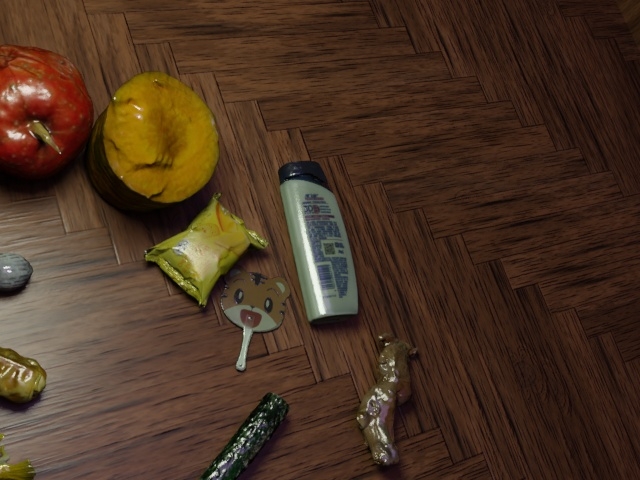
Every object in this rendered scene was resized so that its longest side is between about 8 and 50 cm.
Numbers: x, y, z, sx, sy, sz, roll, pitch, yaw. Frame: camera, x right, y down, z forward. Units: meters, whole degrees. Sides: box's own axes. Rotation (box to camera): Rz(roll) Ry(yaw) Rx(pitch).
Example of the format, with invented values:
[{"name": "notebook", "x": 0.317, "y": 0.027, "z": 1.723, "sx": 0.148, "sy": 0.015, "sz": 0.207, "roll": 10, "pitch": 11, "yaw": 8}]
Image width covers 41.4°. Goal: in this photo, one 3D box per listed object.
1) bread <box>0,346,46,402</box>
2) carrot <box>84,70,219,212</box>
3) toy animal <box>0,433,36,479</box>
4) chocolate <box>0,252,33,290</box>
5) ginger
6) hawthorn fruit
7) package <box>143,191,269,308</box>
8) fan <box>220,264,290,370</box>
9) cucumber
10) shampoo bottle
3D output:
[{"name": "bread", "x": -0.649, "y": 0.184, "z": 1.461, "sx": 0.367, "sy": 0.084, "sz": 0.077, "roll": 28, "pitch": 99, "yaw": -14}, {"name": "carrot", "x": -0.326, "y": -0.181, "z": 1.647, "sx": 0.241, "sy": 0.340, "sz": 0.241, "roll": 3, "pitch": 82, "yaw": -25}, {"name": "toy animal", "x": -0.564, "y": 0.386, "z": 1.419, "sx": 0.095, "sy": 0.155, "sz": 0.219, "roll": -16, "pitch": 119, "yaw": -54}, {"name": "chocolate", "x": -0.608, "y": 0.059, "z": 1.538, "sx": 0.167, "sy": 0.072, "sz": 0.072, "roll": -1, "pitch": 69, "yaw": -25}, {"name": "ginger", "x": 0.140, "y": 0.335, "z": 1.783, "sx": 0.122, "sy": 0.084, "sz": 0.290, "roll": 37, "pitch": 51, "yaw": -33}, {"name": "hawthorn fruit", "x": -0.549, "y": -0.242, "z": 1.582, "sx": 0.258, "sy": 0.262, "sz": 0.258, "roll": 0, "pitch": 96, "yaw": -2}, {"name": "package", "x": -0.228, "y": 0.014, "z": 1.726, "sx": 0.168, "sy": 0.090, "sz": 0.226, "roll": 43, "pitch": 60, "yaw": -1}, {"name": "fan", "x": -0.144, "y": 0.163, "z": 1.751, "sx": 0.152, "sy": 0.008, "sz": 0.227, "roll": 19, "pitch": 61, "yaw": -18}, {"name": "cucumber", "x": -0.163, "y": 0.413, "z": 1.604, "sx": 0.067, "sy": 0.067, "sz": 0.293, "roll": 43, "pitch": 58, "yaw": -3}, {"name": "shampoo bottle", "x": 0.000, "y": 0.000, "z": 1.850, "sx": 0.134, "sy": 0.078, "sz": 0.359, "roll": -2, "pitch": 69, "yaw": -30}]
